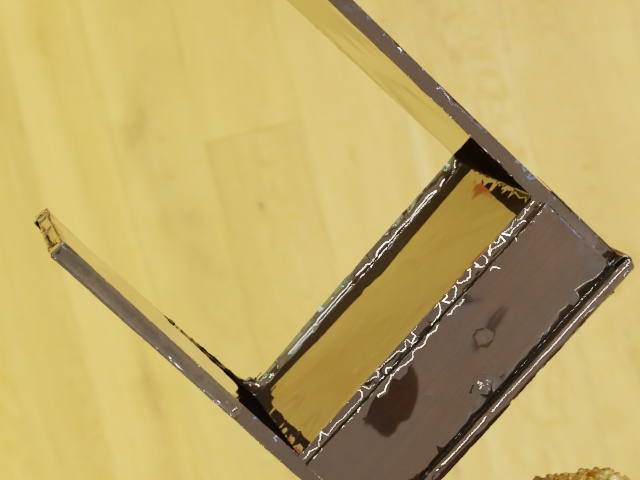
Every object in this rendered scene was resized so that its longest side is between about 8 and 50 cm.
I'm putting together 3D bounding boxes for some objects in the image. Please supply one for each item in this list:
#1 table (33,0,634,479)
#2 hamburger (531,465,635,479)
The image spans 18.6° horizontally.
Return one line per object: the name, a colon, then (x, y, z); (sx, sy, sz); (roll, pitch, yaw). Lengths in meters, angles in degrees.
table: (0.000, 0.000, 1.290); (0.282, 0.196, 0.250); (43, 90, -14)
hamburger: (0.111, 0.270, 1.252); (0.302, 0.302, 0.170); (-40, 83, 39)
